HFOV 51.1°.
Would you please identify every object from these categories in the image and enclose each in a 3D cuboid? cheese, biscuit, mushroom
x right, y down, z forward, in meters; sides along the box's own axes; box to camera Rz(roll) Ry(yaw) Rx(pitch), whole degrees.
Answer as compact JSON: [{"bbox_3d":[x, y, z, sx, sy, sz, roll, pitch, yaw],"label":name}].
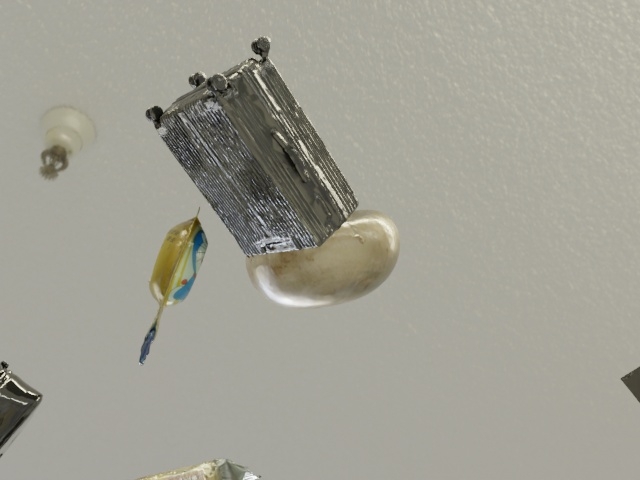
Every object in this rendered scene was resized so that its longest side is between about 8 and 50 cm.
[{"bbox_3d":[-0.246,0.073,1.094,0.069,0.270,0.177,22,-14,-10],"label":"cheese"},{"bbox_3d":[-0.273,0.427,1.088,0.309,0.079,0.186,-3,-24,-39],"label":"biscuit"},{"bbox_3d":[0.000,0.000,1.545,0.362,0.362,0.295,-13,-86,7],"label":"mushroom"}]

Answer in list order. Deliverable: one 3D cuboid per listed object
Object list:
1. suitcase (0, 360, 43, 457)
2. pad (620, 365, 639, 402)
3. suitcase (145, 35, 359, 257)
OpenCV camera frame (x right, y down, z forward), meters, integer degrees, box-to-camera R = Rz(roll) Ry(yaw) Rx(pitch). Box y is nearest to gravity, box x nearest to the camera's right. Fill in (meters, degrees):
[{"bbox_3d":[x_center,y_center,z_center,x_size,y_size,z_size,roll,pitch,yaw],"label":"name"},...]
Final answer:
[{"bbox_3d":[-0.588,0.344,1.001,0.188,0.339,0.345,39,-46,-6],"label":"suitcase"},{"bbox_3d":[0.687,0.301,1.206,0.163,0.243,0.004,-34,-43,6],"label":"pad"},{"bbox_3d":[-0.109,-0.143,1.156,0.229,0.152,0.335,-8,-57,48],"label":"suitcase"}]
